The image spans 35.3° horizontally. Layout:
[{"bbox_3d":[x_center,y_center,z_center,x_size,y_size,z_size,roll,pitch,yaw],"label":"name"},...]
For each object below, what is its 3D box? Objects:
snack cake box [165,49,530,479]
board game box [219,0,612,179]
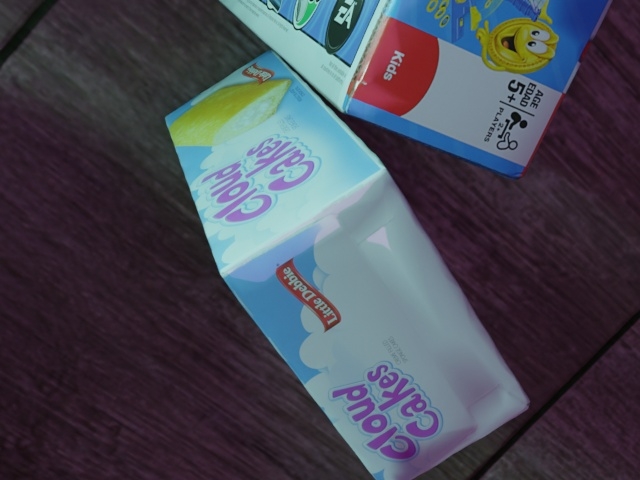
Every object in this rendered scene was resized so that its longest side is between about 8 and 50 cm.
[{"bbox_3d":[0.000,0.000,0.572,0.089,0.264,0.152,-33,115,0],"label":"snack cake box"},{"bbox_3d":[0.065,-0.221,0.480,0.086,0.308,0.301,19,106,-22],"label":"board game box"}]
